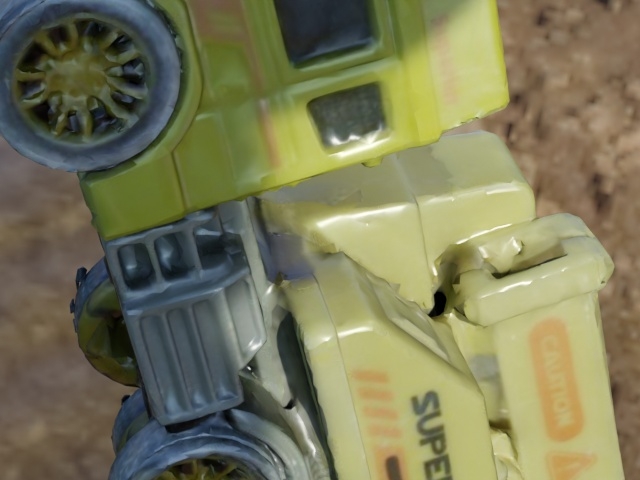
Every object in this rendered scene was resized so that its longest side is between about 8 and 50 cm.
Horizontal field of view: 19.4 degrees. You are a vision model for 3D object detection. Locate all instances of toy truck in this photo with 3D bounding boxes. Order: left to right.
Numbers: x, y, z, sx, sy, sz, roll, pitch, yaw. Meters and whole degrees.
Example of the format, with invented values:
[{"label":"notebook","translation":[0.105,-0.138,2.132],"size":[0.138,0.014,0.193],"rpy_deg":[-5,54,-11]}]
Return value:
[{"label":"toy truck","translation":[0.000,0.000,0.529],"size":[0.157,0.272,0.124],"rpy_deg":[-16,31,-6]}]
